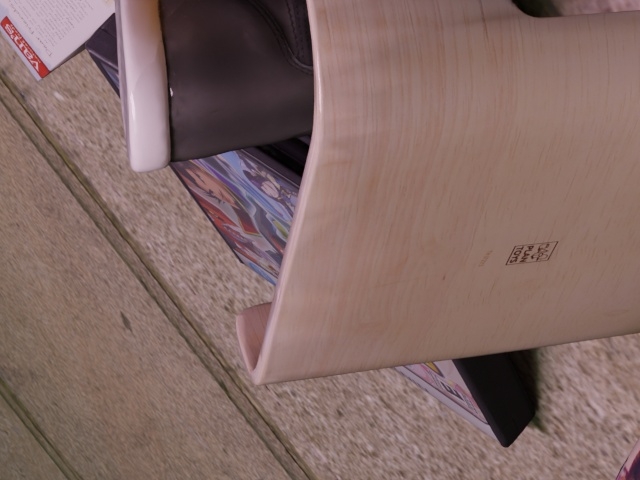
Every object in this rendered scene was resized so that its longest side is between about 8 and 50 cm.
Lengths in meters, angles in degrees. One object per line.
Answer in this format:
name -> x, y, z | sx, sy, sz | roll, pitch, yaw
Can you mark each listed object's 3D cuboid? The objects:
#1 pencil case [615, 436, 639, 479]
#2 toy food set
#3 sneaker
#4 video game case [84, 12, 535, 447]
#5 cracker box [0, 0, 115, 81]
pencil case -> 0.214, 0.050, 0.661 | 0.410, 0.160, 0.183 | 91, 155, -60
toy food set -> 0.083, -0.034, 0.748 | 0.306, 0.220, 0.092 | 105, 155, -62
sneaker -> -0.028, -0.144, 0.847 | 0.295, 0.147, 0.104 | -99, 11, -45
video game case -> 0.000, 0.000, 1.035 | 0.248, 0.035, 0.275 | 34, 168, 31
cracker box -> -0.169, -0.204, 1.076 | 0.155, 0.067, 0.232 | 54, 154, -8
